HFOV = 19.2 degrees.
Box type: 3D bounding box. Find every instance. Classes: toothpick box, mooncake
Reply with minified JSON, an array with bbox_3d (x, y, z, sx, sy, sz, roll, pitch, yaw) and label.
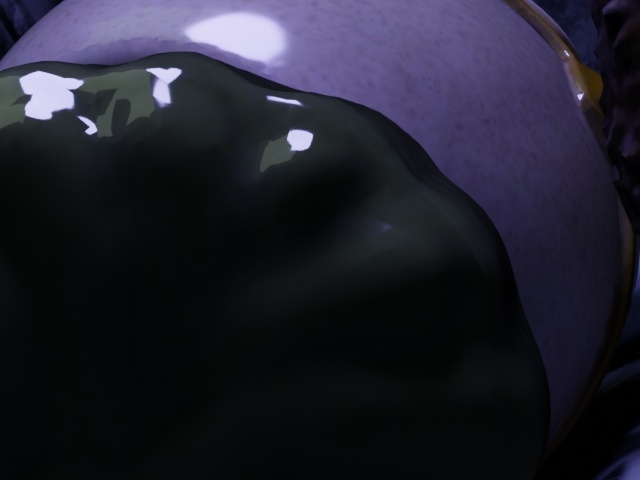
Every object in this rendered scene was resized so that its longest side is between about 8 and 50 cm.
[{"bbox_3d":[0.000,0.000,1.192,0.409,0.409,0.425,-33,-6,24],"label":"toothpick box"},{"bbox_3d":[-0.065,0.092,0.840,0.351,0.351,0.187,-33,1,5],"label":"mooncake"}]

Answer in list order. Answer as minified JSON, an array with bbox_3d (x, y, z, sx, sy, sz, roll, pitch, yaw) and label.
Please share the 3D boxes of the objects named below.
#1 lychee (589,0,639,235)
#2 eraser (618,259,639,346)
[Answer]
[{"bbox_3d":[0.231,-0.083,0.686,0.300,0.300,0.300,-33,0,0],"label":"lychee"},{"bbox_3d":[0.267,0.016,1.428,0.174,0.081,0.227,-33,-1,-35],"label":"eraser"}]
